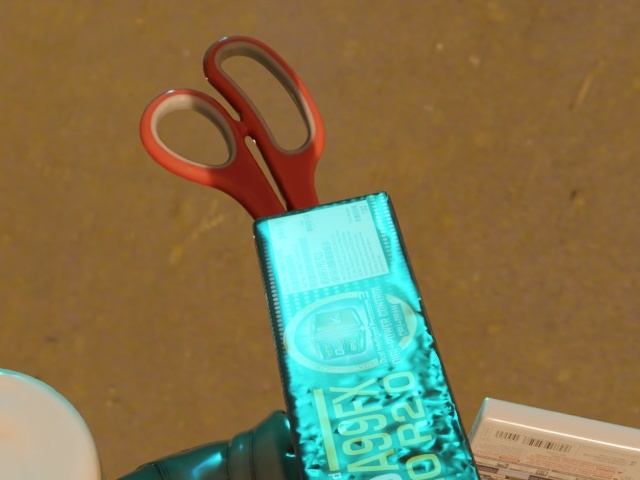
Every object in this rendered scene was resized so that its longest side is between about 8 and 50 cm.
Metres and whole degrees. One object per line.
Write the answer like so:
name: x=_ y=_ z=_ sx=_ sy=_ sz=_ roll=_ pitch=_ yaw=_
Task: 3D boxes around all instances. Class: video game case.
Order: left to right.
video game case: x=0.213 y=0.194 z=1.304 sx=0.183 sy=0.201 sz=0.023 roll=101 pitch=180 yaw=-58

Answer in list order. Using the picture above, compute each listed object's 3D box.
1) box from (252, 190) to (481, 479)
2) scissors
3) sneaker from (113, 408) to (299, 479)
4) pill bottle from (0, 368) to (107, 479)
box: x=0.034 y=0.142 z=0.595 sx=0.270 sy=0.060 sz=0.216 roll=-104 pitch=2 yaw=-56
scissors: x=0.000 y=0.000 z=0.980 sx=0.297 sy=0.109 sz=0.021 roll=52 pitch=161 yaw=16
sneaker: x=-0.046 y=0.215 z=0.753 sx=0.130 sy=0.109 sz=0.286 roll=-14 pitch=43 yaw=4
pill bottle: x=-0.251 y=0.277 z=1.276 sx=0.361 sy=0.204 sz=0.204 roll=86 pitch=172 yaw=-51
